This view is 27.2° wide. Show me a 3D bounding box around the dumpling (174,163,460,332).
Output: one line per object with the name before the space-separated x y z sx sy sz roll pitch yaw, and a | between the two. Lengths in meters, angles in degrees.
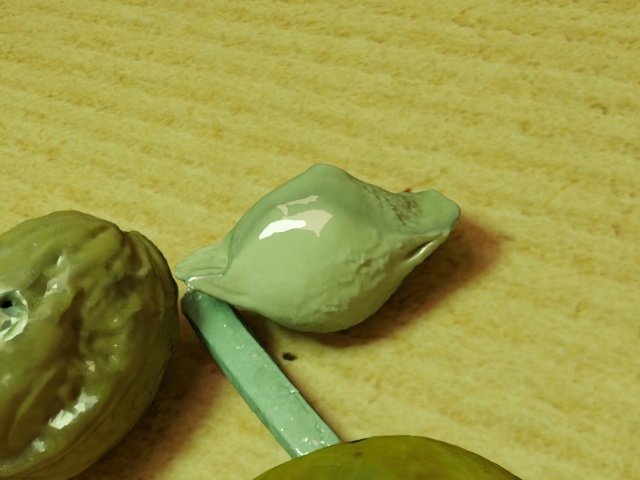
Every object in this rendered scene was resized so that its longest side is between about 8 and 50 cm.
dumpling | 0.004 -0.001 1.090 0.216 0.126 0.166 -38 12 16

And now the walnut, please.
walnut | -0.223 0.087 1.080 0.198 0.198 0.245 27 78 45

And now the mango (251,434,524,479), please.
mango | -0.013 0.309 0.713 0.301 0.220 0.445 13 61 36

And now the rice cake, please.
rice cake | -0.049 0.109 1.057 0.042 0.045 0.245 -38 41 -5
